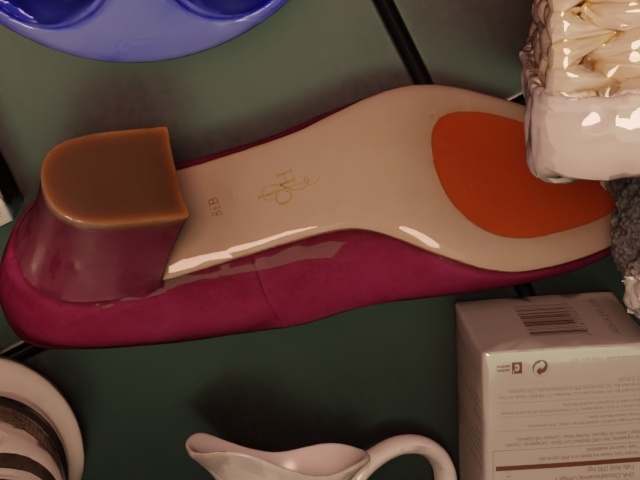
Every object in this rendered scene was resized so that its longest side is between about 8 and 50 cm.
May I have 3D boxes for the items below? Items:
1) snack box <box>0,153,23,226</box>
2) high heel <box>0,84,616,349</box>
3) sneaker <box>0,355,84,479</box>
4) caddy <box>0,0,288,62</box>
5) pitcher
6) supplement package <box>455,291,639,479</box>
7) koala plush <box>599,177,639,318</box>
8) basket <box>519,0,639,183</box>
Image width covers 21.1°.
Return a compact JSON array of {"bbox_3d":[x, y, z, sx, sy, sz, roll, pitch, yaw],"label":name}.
[{"bbox_3d":[-0.323,-0.122,0.967,0.187,0.060,0.322,-23,105,2],"label":"snack box"},{"bbox_3d":[0.000,0.000,1.027,0.377,0.181,0.127,3,62,-16],"label":"high heel"},{"bbox_3d":[-0.359,0.197,0.949,0.447,0.257,0.169,-17,106,1],"label":"sneaker"},{"bbox_3d":[-0.103,-0.266,0.881,0.241,0.179,0.341,-4,105,-3],"label":"caddy"},{"bbox_3d":[0.002,0.222,1.059,0.178,0.125,0.207,-1,94,-18],"label":"pitcher"},{"bbox_3d":[0.141,0.133,1.042,0.105,0.105,0.179,-3,106,-5],"label":"supplement package"},{"bbox_3d":[0.262,-0.003,0.945,0.221,0.196,0.203,8,129,-1],"label":"koala plush"},{"bbox_3d":[0.255,-0.189,0.830,0.328,0.331,0.266,-4,104,7],"label":"basket"}]
